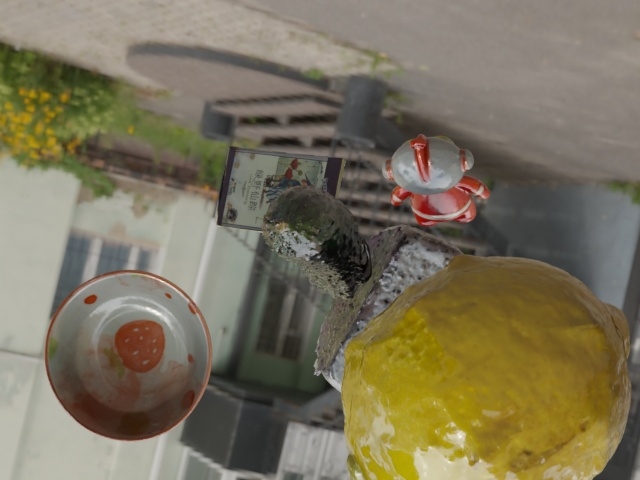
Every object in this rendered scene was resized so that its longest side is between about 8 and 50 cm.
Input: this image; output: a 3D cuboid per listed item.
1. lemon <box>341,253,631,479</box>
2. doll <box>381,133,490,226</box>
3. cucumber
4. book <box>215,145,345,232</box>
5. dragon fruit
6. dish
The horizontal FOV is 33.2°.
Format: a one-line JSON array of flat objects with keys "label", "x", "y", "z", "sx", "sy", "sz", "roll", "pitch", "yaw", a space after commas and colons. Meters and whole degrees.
[{"label": "lemon", "x": 0.148, "y": 0.135, "z": 0.954, "sx": 0.288, "sy": 0.234, "sz": 0.233, "roll": -30, "pitch": -177, "yaw": -6}, {"label": "doll", "x": 0.154, "y": -0.083, "z": 1.478, "sx": 0.142, "sy": 0.076, "sz": 0.245, "roll": -8, "pitch": 153, "yaw": 15}, {"label": "cucumber", "x": 0.000, "y": -0.003, "z": 0.810, "sx": 0.067, "sy": 0.067, "sz": 0.245, "roll": 13, "pitch": 171, "yaw": 9}, {"label": "book", "x": -0.077, "y": -0.089, "z": 1.981, "sx": 0.231, "sy": 0.158, "sz": 0.026, "roll": 8, "pitch": 172, "yaw": 19}, {"label": "dragon fruit", "x": 0.136, "y": 0.128, "z": 1.708, "sx": 0.203, "sy": 0.283, "sz": 0.221, "roll": 30, "pitch": -178, "yaw": -11}, {"label": "dish", "x": -0.288, "y": 0.174, "z": 1.663, "sx": 0.260, "sy": 0.260, "sz": 0.085, "roll": 13, "pitch": -178, "yaw": 5}]
